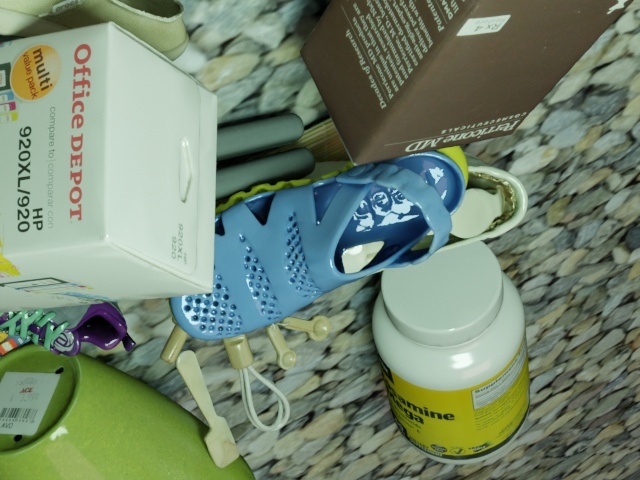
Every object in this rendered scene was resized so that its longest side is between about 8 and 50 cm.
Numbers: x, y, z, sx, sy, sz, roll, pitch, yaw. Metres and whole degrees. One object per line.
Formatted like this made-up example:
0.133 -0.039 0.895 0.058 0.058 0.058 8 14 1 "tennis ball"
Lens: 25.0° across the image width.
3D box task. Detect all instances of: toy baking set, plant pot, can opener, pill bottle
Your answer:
-0.077 0.105 1.525 0.197 0.030 0.256 39 74 -35 "toy baking set"
-0.243 0.246 1.532 0.275 0.275 0.293 -34 135 -4 "plant pot"
-0.140 -0.063 1.394 0.280 0.074 0.093 -17 178 -25 "can opener"
0.164 0.133 1.808 0.188 0.188 0.334 -30 147 -9 "pill bottle"

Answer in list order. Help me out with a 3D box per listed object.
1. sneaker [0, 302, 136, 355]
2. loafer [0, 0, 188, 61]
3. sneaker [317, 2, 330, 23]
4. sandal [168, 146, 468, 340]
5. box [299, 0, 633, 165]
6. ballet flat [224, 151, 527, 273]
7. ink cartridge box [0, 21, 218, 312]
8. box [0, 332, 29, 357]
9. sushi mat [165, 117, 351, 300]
-0.270 0.061 1.333 0.223 0.098 0.083 2 131 -45 "sneaker"
-0.199 -0.197 1.114 0.268 0.102 0.092 3 114 -50 "loafer"
0.046 -0.207 1.390 0.109 0.044 0.040 -3 137 -39 "sneaker"
0.000 0.000 1.348 0.317 0.138 0.126 -30 111 3 "sandal"
0.149 -0.224 1.205 0.191 0.143 0.381 -13 160 -29 "box"
0.056 -0.021 1.504 0.400 0.139 0.139 -14 142 -34 "ballet flat"
-0.217 -0.047 1.115 0.232 0.171 0.168 -7 164 22 "ink cartridge box"
-0.301 0.052 1.410 0.094 0.027 0.137 -32 148 -10 "box"
-0.046 -0.049 1.529 0.316 0.019 0.151 -28 148 -12 "sushi mat"
